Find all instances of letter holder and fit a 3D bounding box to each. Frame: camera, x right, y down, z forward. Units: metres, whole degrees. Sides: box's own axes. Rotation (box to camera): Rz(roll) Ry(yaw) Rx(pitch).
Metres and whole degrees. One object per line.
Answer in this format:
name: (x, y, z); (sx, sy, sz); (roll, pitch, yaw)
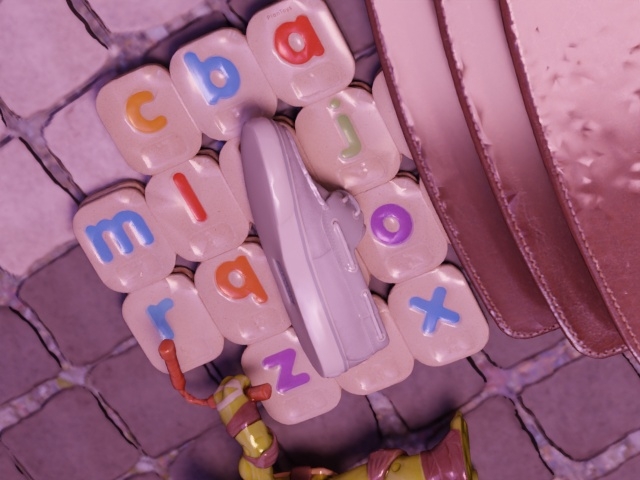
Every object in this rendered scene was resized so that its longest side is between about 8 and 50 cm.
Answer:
letter holder: (0.156, -0.069, 1.135); (0.214, 0.152, 0.302); (-20, 109, 8)

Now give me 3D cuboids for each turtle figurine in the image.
turtle figurine: (-0.003, 0.173, 1.294); (0.217, 0.087, 0.270); (-9, 121, 9)

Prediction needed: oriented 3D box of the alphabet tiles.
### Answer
alphabet tiles: (-0.016, -0.016, 1.262); (0.284, 0.021, 0.278); (-23, 111, 16)

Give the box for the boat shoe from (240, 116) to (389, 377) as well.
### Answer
boat shoe: (0.000, 0.000, 1.226); (0.063, 0.066, 0.184); (-23, 106, -14)
